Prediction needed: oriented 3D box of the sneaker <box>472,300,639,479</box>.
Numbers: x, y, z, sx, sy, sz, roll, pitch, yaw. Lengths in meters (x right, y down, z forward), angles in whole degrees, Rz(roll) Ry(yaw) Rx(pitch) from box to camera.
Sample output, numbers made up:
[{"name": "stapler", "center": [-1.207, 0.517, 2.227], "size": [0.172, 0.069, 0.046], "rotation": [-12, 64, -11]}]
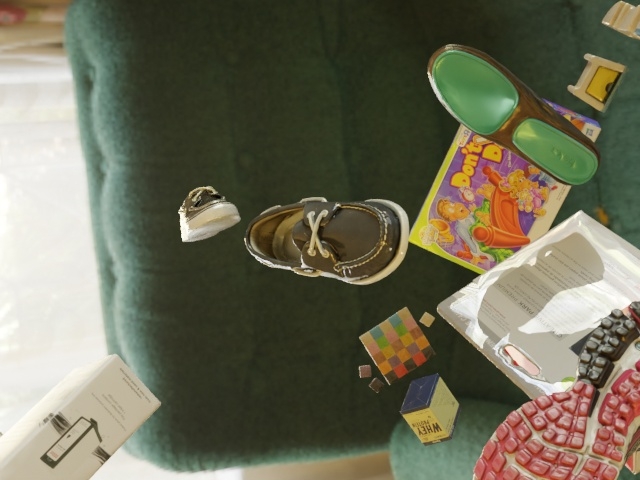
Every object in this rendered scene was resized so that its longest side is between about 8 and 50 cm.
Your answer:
[{"name": "sneaker", "center": [0.272, 0.200, 0.942], "size": [0.121, 0.299, 0.112], "rotation": [36, 156, 36]}]

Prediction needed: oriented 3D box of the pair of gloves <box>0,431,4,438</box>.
[{"name": "pair of gloves", "center": [-0.522, 0.303, 1.398], "size": [0.240, 0.042, 0.204], "rotation": [55, 172, -34]}]

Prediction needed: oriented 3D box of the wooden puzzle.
[{"name": "wooden puzzle", "center": [0.067, 0.092, 0.820], "size": [0.049, 0.083, 0.006], "rotation": [58, 173, 0]}]

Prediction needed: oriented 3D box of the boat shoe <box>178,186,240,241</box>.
[{"name": "boat shoe", "center": [-0.182, -0.044, 1.436], "size": [0.219, 0.078, 0.070], "rotation": [161, 95, -69]}]

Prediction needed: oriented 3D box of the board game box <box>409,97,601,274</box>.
[{"name": "board game box", "center": [0.344, -0.110, 1.785], "size": [0.078, 0.233, 0.347], "rotation": [-57, -9, -70]}]

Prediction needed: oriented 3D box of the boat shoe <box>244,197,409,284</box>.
[{"name": "boat shoe", "center": [0.000, 0.000, 1.235], "size": [0.302, 0.091, 0.114], "rotation": [-12, 71, 57]}]

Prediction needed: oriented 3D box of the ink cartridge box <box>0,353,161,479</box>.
[{"name": "ink cartridge box", "center": [-0.302, 0.234, 1.070], "size": [0.086, 0.203, 0.148], "rotation": [51, 147, -12]}]

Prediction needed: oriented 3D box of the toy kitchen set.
[{"name": "toy kitchen set", "center": [0.491, -0.260, 1.430], "size": [0.207, 0.122, 0.166], "rotation": [-93, 28, -73]}]

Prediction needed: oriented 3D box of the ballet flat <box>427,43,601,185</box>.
[{"name": "ballet flat", "center": [0.257, -0.172, 1.269], "size": [0.095, 0.280, 0.096], "rotation": [-47, 14, 25]}]

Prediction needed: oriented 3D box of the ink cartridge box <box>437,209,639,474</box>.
[{"name": "ink cartridge box", "center": [0.353, 0.140, 1.245], "size": [0.309, 0.272, 0.130], "rotation": [45, 160, 45]}]

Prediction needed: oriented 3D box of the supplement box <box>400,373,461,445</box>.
[{"name": "supplement box", "center": [0.190, 0.291, 1.612], "size": [0.056, 0.083, 0.083], "rotation": [-23, 112, 33]}]
